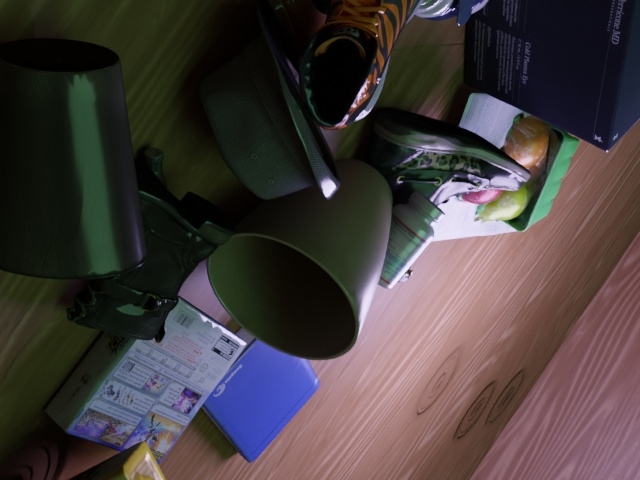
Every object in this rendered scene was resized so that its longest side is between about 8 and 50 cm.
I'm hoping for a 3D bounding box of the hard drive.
[{"bbox_3d":[-0.111,0.267,1.796,0.210,0.040,0.319,-47,149,-16],"label":"hard drive"}]

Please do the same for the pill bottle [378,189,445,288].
[{"bbox_3d":[0.134,-0.003,1.648,0.160,0.087,0.087,-51,152,9],"label":"pill bottle"}]

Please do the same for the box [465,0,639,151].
[{"bbox_3d":[0.429,-0.382,1.690,0.179,0.312,0.343,-41,148,-26],"label":"box"}]

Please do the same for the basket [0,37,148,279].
[{"bbox_3d":[-0.284,-0.093,1.069,0.154,0.204,0.227,-83,-179,-64],"label":"basket"}]

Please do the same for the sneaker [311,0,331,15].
[{"bbox_3d":[0.052,-0.360,1.388,0.170,0.089,0.051,-8,121,2],"label":"sneaker"}]

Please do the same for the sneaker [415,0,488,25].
[{"bbox_3d":[0.221,-0.481,1.467,0.236,0.130,0.323,-15,136,-55],"label":"sneaker"}]

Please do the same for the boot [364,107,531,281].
[{"bbox_3d":[0.195,-0.069,1.786,0.377,0.138,0.284,10,113,-43],"label":"boot"}]

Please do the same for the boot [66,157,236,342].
[{"bbox_3d":[-0.256,0.023,1.268,0.263,0.091,0.229,30,108,-36],"label":"boot"}]

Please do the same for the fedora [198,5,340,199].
[{"bbox_3d":[-0.077,-0.159,1.305,0.124,0.244,0.275,-24,138,6],"label":"fedora"}]

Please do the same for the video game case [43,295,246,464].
[{"bbox_3d":[-0.257,0.205,1.499,0.244,0.061,0.269,-54,150,-7],"label":"video game case"}]

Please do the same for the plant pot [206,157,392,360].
[{"bbox_3d":[0.000,0.000,1.536,0.274,0.256,0.256,-56,156,-39],"label":"plant pot"}]

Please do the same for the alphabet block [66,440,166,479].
[{"bbox_3d":[-0.309,0.426,1.394,0.197,0.192,0.193,-26,-178,-1],"label":"alphabet block"}]

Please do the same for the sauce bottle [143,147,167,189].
[{"bbox_3d":[-0.224,-0.062,1.306,0.042,0.042,0.128,-28,141,-41],"label":"sauce bottle"}]

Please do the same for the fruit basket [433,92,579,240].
[{"bbox_3d":[0.356,-0.153,2.013,0.353,0.165,0.327,-2,121,-37],"label":"fruit basket"}]

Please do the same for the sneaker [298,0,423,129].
[{"bbox_3d":[0.060,-0.289,1.243,0.180,0.124,0.321,-55,159,-75],"label":"sneaker"}]

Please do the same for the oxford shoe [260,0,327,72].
[{"bbox_3d":[-0.016,-0.280,1.354,0.076,0.076,0.212,-34,147,-7],"label":"oxford shoe"}]
